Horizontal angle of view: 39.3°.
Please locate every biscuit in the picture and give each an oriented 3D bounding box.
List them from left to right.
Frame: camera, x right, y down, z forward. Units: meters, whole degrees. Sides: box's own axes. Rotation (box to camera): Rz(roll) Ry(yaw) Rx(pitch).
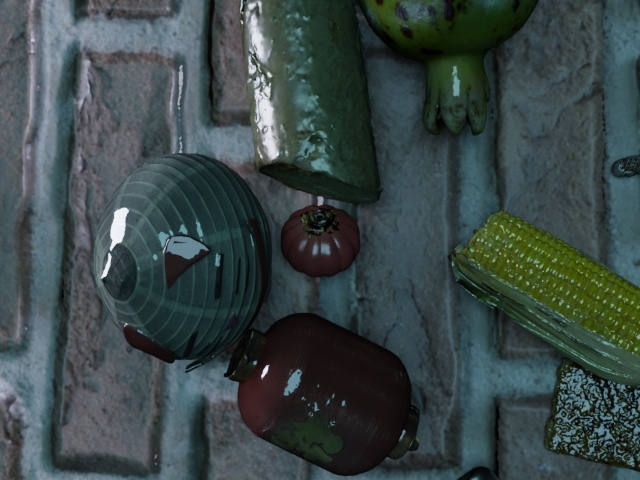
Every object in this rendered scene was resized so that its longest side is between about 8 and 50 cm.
[{"bbox_3d":[0.416,0.238,1.171,0.231,0.025,0.131,11,84,4],"label":"biscuit"}]

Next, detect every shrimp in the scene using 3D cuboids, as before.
[{"bbox_3d":[0.439,-0.106,1.201,0.092,0.038,0.029,-16,84,2],"label":"shrimp"}]

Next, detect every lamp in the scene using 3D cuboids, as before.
[{"bbox_3d":[-0.175,0.026,1.124,0.233,0.233,0.265,17,113,5],"label":"lamp"},{"bbox_3d":[0.000,0.000,1.189,0.108,0.092,0.107,-1,49,1],"label":"lamp"},{"bbox_3d":[0.006,0.195,1.123,0.258,0.180,0.180,29,86,-12],"label":"lamp"}]

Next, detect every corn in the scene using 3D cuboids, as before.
[{"bbox_3d":[0.311,0.071,1.153,0.305,0.122,0.123,35,103,11],"label":"corn"}]

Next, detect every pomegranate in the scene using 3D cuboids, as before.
[{"bbox_3d":[0.150,-0.300,1.169,0.242,0.242,0.305,18,115,5],"label":"pomegranate"}]

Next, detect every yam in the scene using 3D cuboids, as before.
[{"bbox_3d":[-0.015,-0.194,1.178,0.168,0.168,0.304,-7,82,3],"label":"yam"}]

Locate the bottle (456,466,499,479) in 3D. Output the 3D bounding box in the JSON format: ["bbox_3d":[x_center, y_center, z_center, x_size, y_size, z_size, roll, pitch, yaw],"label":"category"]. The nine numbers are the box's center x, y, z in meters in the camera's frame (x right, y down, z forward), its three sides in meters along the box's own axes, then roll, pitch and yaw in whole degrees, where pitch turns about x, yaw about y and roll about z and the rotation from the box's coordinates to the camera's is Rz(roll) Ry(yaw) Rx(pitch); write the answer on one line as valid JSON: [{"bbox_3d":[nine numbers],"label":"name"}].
[{"bbox_3d":[0.267,0.400,1.137,0.096,0.079,0.253,-36,81,-26],"label":"bottle"}]
